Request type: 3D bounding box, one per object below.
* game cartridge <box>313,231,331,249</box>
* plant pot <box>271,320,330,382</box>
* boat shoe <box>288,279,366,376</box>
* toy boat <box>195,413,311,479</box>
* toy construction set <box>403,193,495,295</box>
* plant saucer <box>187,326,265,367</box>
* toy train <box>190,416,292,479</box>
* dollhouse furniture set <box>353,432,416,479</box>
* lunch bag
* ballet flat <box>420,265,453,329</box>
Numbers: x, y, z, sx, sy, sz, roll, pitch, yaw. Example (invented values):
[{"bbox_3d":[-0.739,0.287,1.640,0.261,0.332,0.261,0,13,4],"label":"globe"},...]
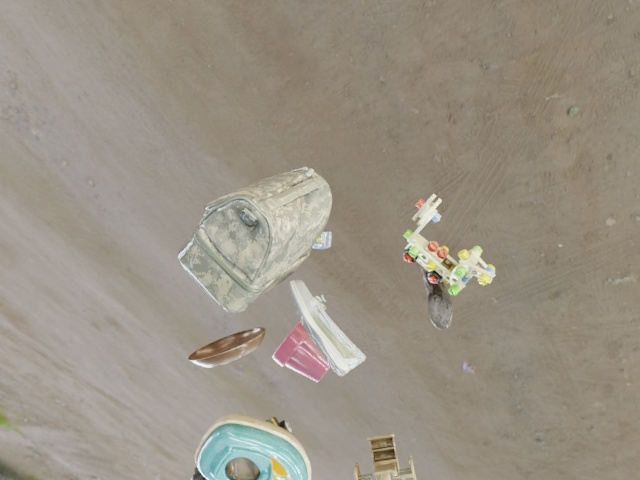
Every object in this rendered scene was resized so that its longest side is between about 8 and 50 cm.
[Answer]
[{"bbox_3d":[0.000,0.000,1.661,0.083,0.056,0.017,-1,175,44],"label":"game cartridge"},{"bbox_3d":[-0.042,0.393,1.866,0.180,0.201,0.201,37,140,7],"label":"plant pot"},{"bbox_3d":[0.010,0.248,1.585,0.320,0.103,0.118,56,165,14],"label":"boat shoe"},{"bbox_3d":[-0.169,0.551,1.169,0.267,0.148,0.318,25,104,-11],"label":"toy boat"},{"bbox_3d":[0.374,0.028,1.621,0.328,0.151,0.215,55,155,13],"label":"toy construction set"},{"bbox_3d":[-0.222,0.265,1.287,0.198,0.198,0.036,-18,93,39],"label":"plant saucer"},{"bbox_3d":[-0.241,0.659,1.613,0.142,0.334,0.190,58,175,15],"label":"toy train"},{"bbox_3d":[0.236,0.824,1.976,0.212,0.161,0.242,-11,165,6],"label":"dollhouse furniture set"},{"bbox_3d":[-0.122,-0.026,1.166,0.212,0.305,0.256,48,122,6],"label":"lunch bag"},{"bbox_3d":[0.386,0.177,1.773,0.084,0.250,0.058,-13,158,3],"label":"ballet flat"}]
